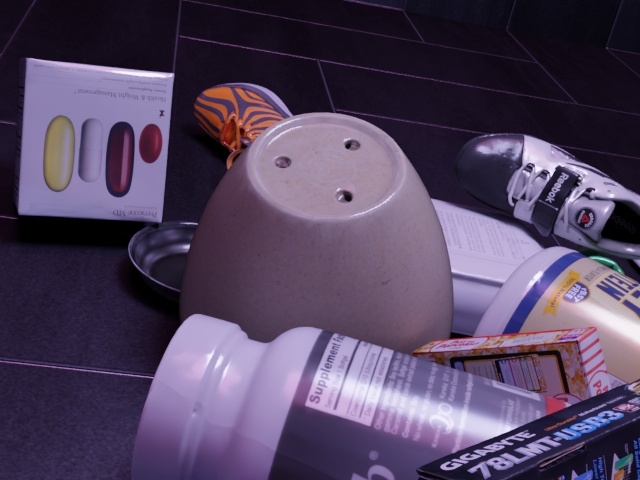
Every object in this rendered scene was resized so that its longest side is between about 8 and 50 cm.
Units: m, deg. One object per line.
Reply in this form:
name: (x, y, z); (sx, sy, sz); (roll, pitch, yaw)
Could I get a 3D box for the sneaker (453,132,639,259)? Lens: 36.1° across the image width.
sneaker: (0.351, -0.061, 1.391); (0.330, 0.122, 0.146); (20, 11, -2)

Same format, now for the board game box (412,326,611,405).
board game box: (0.197, 0.169, 0.984); (0.193, 0.147, 0.045); (-10, 7, 41)

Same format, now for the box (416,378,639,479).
box: (0.205, 0.273, 0.719); (0.293, 0.296, 0.073); (-11, 7, -40)

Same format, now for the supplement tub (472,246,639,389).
supplement tub: (0.335, 0.167, 1.052); (0.316, 0.228, 0.228); (29, 31, 29)

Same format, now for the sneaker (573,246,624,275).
sneaker: (0.393, 0.072, 1.382); (0.109, 0.124, 0.295); (16, 26, 7)

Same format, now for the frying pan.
frying pan: (-0.095, 0.054, 1.277); (0.326, 0.053, 0.197); (20, 27, 10)

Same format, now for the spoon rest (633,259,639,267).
spoon rest: (0.580, 0.056, 1.576); (0.137, 0.084, 0.276); (15, 13, 1)

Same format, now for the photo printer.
photo printer: (0.180, 0.031, 1.383); (0.307, 0.107, 0.256); (11, 26, -6)

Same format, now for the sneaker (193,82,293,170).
sneaker: (-0.119, -0.166, 1.618); (0.321, 0.125, 0.180); (27, 29, 26)

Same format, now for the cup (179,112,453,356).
cup: (0.000, 0.000, 1.101); (0.331, 0.237, 0.331); (2, 48, -2)

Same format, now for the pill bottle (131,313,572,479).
pill bottle: (0.034, 0.198, 0.874); (0.363, 0.210, 0.210); (16, 26, 7)

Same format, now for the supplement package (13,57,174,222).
supplement package: (-0.315, -0.138, 1.343); (0.194, 0.203, 0.149); (2, 9, -20)
